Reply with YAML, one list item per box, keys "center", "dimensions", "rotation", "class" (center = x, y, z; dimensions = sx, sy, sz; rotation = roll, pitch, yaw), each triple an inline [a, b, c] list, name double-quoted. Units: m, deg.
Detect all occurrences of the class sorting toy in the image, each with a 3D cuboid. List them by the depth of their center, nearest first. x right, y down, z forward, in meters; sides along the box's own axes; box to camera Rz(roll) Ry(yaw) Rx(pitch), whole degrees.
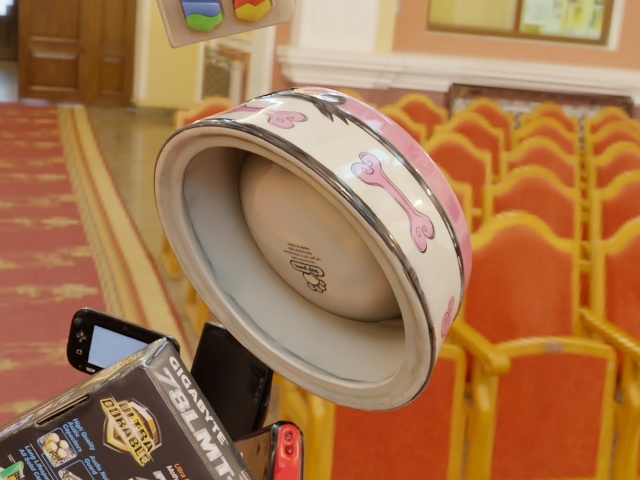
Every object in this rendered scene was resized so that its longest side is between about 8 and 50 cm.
- center: [-0.151, -0.396, 1.550]
  dimensions: [0.208, 0.193, 0.038]
  rotation: [-16, 41, -4]
  class: "sorting toy"

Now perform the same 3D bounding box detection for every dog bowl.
- center: [0.000, 0.000, 1.193]
  dimensions: [0.408, 0.407, 0.150]
  rotation: [15, 46, 38]
  class: "dog bowl"

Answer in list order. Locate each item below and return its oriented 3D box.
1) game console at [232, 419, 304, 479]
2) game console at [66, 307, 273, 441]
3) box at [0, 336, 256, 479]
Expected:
- center: [-0.085, 0.379, 1.072]
  dimensions: [0.060, 0.341, 0.386]
  rotation: [11, -18, -14]
  class: "game console"
- center: [-0.245, 0.213, 1.574]
  dimensions: [0.362, 0.213, 0.044]
  rotation: [16, 2, 21]
  class: "game console"
- center: [-0.177, 0.273, 0.839]
  dimensions: [0.293, 0.295, 0.073]
  rotation: [-30, 8, 13]
  class: "box"
